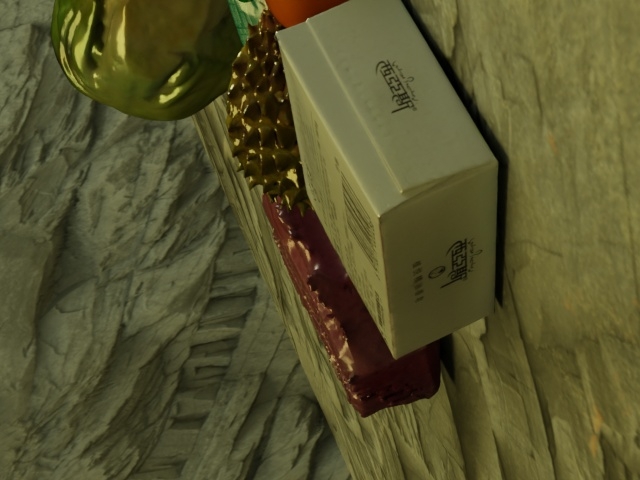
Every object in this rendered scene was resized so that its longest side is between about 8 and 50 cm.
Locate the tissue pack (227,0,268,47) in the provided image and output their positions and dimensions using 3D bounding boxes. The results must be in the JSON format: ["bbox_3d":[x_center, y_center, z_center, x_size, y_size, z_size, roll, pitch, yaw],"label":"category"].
[{"bbox_3d":[-0.039,-0.237,1.622,0.085,0.079,0.111,8,128,43],"label":"tissue pack"}]

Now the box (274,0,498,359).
[{"bbox_3d":[0.063,-0.052,1.286,0.274,0.116,0.203,79,165,-60],"label":"box"}]

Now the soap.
[{"bbox_3d":[0.030,0.032,1.744,0.220,0.127,0.325,80,165,-58],"label":"soap"}]

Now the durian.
[{"bbox_3d":[-0.013,-0.125,1.500,0.260,0.186,0.154,56,-174,-35],"label":"durian"}]

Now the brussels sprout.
[{"bbox_3d":[-0.232,-0.312,1.971,0.344,0.268,0.344,166,90,-79],"label":"brussels sprout"}]

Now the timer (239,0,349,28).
[{"bbox_3d":[-0.019,-0.240,1.282,0.099,0.136,0.136,43,156,58],"label":"timer"}]
